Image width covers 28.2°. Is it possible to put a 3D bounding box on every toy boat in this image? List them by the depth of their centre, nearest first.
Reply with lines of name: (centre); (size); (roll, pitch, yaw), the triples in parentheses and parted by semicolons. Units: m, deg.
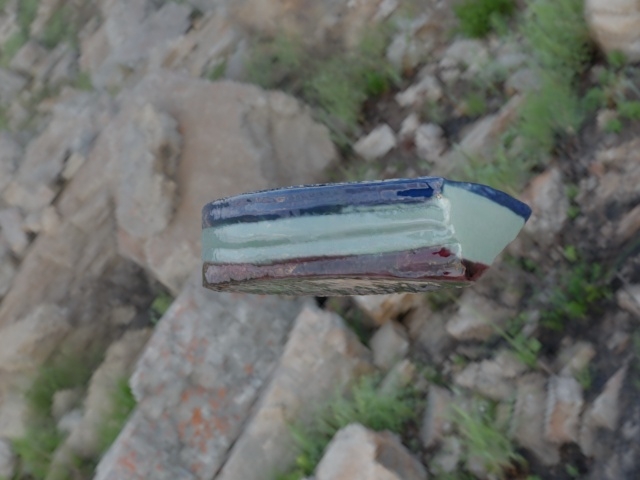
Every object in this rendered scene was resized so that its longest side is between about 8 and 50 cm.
toy boat: (0.000, 0.000, 0.579); (0.229, 0.080, 0.046); (-5, 74, 55)
